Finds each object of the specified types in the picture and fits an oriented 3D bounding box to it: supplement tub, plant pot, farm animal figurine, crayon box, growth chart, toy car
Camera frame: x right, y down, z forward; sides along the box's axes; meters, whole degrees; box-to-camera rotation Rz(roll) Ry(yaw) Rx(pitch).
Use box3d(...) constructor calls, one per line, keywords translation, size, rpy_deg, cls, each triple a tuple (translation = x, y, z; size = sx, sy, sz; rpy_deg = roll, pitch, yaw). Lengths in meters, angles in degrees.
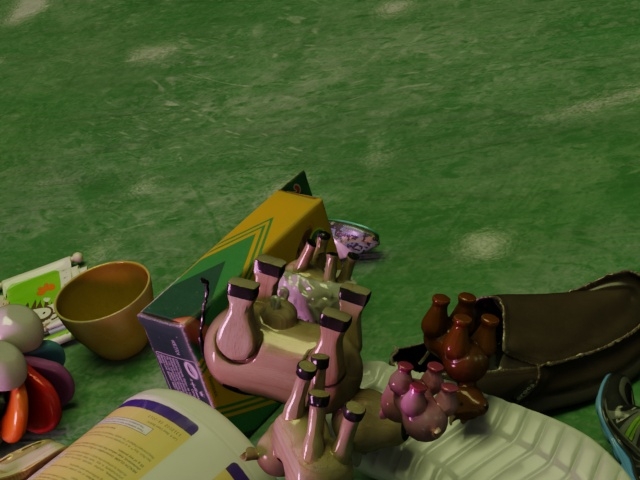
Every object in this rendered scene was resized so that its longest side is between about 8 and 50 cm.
box3d(translation=(-0.216, 0.328, 1.487), size=(0.241, 0.241, 0.331), rpy_deg=(15, 41, 41), cls="supplement tub")
box3d(translation=(-0.278, 0.104, 2.010), size=(0.134, 0.095, 0.134), rpy_deg=(-12, 32, 8), cls="plant pot")
box3d(translation=(0.006, 0.147, 1.492), size=(0.327, 0.172, 0.330), rpy_deg=(27, 28, 29), cls="farm animal figurine")
box3d(translation=(-0.065, 0.079, 1.844), size=(0.081, 0.202, 0.318), rpy_deg=(12, 43, 38), cls="crayon box")
box3d(translation=(-0.395, 0.095, 2.155), size=(0.172, 0.021, 0.237), rpy_deg=(-24, 32, -9), cls="growth chart")
box3d(translation=(-0.384, 0.184, 1.920), size=(0.136, 0.159, 0.182), rpy_deg=(20, 35, -5), cls="toy car")

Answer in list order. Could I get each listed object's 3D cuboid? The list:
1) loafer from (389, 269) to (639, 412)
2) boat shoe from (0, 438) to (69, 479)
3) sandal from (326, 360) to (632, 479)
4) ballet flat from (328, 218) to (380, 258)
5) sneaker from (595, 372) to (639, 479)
box3d(translation=(0.235, 0.121, 1.700), size=(0.366, 0.130, 0.134), rpy_deg=(-26, 33, -12), cls="loafer")
box3d(translation=(-0.379, 0.292, 1.811), size=(0.170, 0.063, 0.059), rpy_deg=(-23, 28, -27), cls="boat shoe")
box3d(translation=(0.176, 0.248, 1.552), size=(0.416, 0.102, 0.169), rpy_deg=(31, 69, 36), cls="sandal")
box3d(translation=(0.000, 0.000, 2.080), size=(0.188, 0.070, 0.070), rpy_deg=(14, 44, 43), cls="ballet flat")
box3d(translation=(0.343, 0.209, 1.562), size=(0.078, 0.067, 0.188), rpy_deg=(-33, 35, 13), cls="sneaker")
